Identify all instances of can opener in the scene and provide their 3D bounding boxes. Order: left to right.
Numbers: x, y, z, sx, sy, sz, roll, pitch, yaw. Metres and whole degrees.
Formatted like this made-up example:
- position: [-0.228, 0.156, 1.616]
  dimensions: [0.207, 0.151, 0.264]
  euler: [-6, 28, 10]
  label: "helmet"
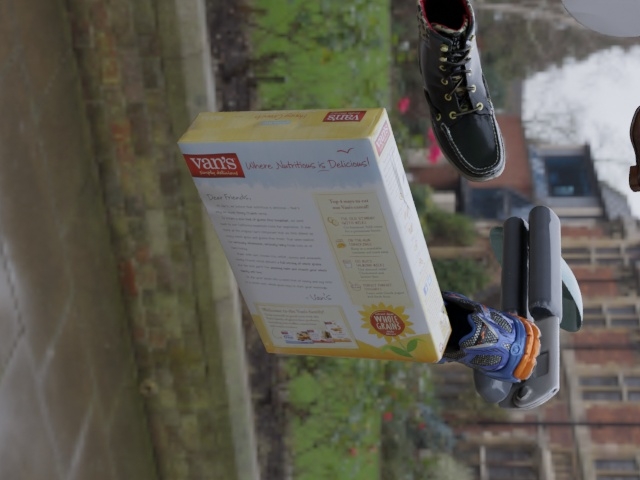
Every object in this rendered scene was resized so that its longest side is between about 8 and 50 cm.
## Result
- position: [0.228, 0.067, 1.269]
  dimensions: [0.093, 0.074, 0.280]
  euler: [46, 38, -29]
  label: "can opener"

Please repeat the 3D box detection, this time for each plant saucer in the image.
- position: [0.324, 0.047, 1.660]
  dimensions: [0.195, 0.037, 0.195]
  euler: [49, -12, 14]
  label: "plant saucer"

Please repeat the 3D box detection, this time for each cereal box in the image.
- position: [0.000, 0.000, 0.946]
  dimensions: [0.047, 0.173, 0.240]
  euler: [-60, 142, -43]
  label: "cereal box"

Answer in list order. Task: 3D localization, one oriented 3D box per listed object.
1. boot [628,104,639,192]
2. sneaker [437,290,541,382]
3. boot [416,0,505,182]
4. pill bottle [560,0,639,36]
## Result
- position: [0.399, -0.105, 1.254]
  dimensions: [0.037, 0.114, 0.107]
  euler: [13, 77, -43]
  label: "boot"
- position: [0.124, 0.083, 1.152]
  dimensions: [0.221, 0.087, 0.083]
  euler: [3, -108, 57]
  label: "sneaker"
- position: [0.175, -0.206, 1.461]
  dimensions: [0.178, 0.085, 0.236]
  euler: [69, 4, -71]
  label: "boot"
- position: [0.175, -0.201, 0.636]
  dimensions: [0.103, 0.103, 0.184]
  euler: [85, 15, -49]
  label: "pill bottle"
